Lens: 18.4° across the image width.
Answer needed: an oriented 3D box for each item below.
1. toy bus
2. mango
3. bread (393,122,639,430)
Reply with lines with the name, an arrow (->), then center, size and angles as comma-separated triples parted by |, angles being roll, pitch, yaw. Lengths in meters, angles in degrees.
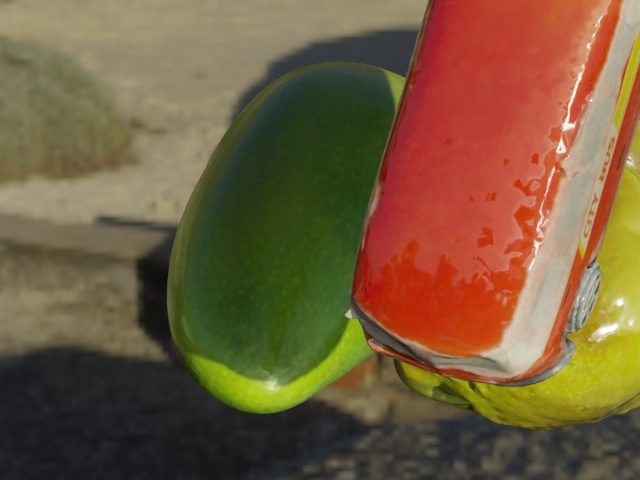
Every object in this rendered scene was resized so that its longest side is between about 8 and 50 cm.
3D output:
toy bus -> 0.060, -0.036, 0.626 | 0.079, 0.174, 0.077 | 19, 9, 17
mango -> 0.000, 0.000, 1.363 | 0.192, 0.156, 0.343 | 15, 41, 10
bread -> 0.129, -0.088, 0.985 | 0.166, 0.383, 0.112 | -11, -39, 42
